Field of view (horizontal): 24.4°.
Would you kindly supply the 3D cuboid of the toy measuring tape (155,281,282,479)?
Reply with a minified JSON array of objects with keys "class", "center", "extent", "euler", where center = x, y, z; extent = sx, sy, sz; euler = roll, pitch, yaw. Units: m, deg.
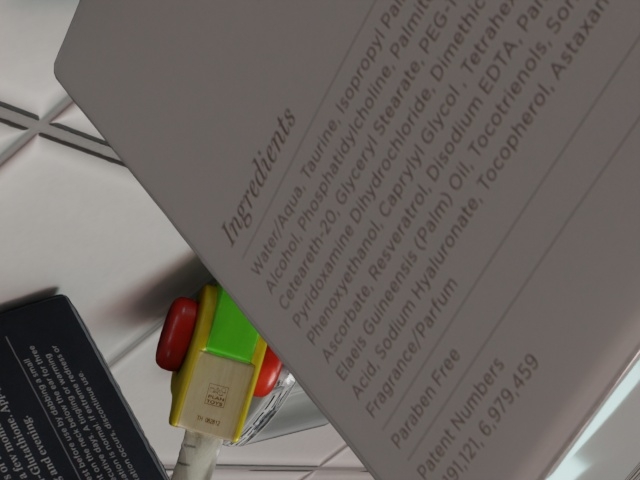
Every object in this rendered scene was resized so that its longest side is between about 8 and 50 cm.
[{"class":"toy measuring tape","center":[-0.108,0.157,1.337],"extent":[0.121,0.121,0.330],"euler":[34,71,-68]}]

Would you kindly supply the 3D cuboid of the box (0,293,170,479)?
[{"class":"box","center":[-0.361,0.252,1.193],"extent":[0.395,0.212,0.293],"euler":[-19,155,-32]}]

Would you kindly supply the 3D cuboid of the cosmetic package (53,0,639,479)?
[{"class":"cosmetic package","center":[0.127,-0.103,0.798],"extent":[0.329,0.394,0.327],"euler":[-11,140,-45]}]

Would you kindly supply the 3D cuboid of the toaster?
[{"class":"toaster","center":[-0.038,0.121,1.491],"extent":[0.146,0.129,0.227],"euler":[-12,153,-37]}]
